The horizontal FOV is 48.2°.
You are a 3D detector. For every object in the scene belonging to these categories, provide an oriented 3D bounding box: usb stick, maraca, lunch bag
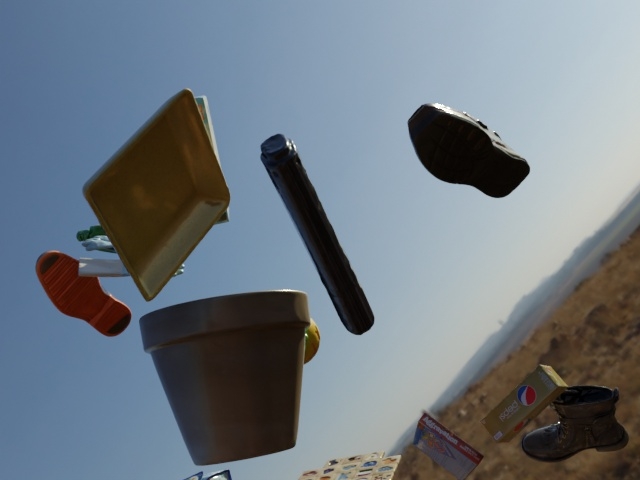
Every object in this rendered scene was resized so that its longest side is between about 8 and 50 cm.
[{"bbox_3d":[0.000,0.000,0.876,0.045,0.278,0.077,-25,29,1],"label":"usb stick"},{"bbox_3d":[-0.050,0.238,1.645,0.185,0.099,0.127,-100,24,-74],"label":"maraca"},{"bbox_3d":[-0.295,0.603,1.684,0.129,0.096,0.151,-31,-18,28],"label":"lunch bag"}]

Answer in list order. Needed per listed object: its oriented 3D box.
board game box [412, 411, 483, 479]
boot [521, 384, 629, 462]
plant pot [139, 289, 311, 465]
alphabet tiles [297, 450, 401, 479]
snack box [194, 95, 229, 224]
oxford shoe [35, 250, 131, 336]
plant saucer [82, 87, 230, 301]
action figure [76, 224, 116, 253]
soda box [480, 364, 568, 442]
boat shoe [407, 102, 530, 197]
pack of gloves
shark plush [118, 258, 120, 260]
[{"bbox_3d":[0.272,0.456,1.565,0.027,0.145,0.281,-51,-18,-17],"label":"board game box"},{"bbox_3d":[0.549,0.398,1.599,0.263,0.091,0.229,-18,-47,24],"label":"boot"},{"bbox_3d":[-0.158,0.260,1.337,0.323,0.280,0.323,-10,-12,-2],"label":"plant pot"},{"bbox_3d":[0.055,0.625,1.852,0.285,0.011,0.342,-15,1,17],"label":"alphabet tiles"},{"bbox_3d":[-0.297,-0.214,1.877,0.060,0.321,0.187,-11,13,-5],"label":"snack box"},{"bbox_3d":[-0.645,0.131,1.886,0.130,0.133,0.363,-47,-36,-17],"label":"oxford shoe"},{"bbox_3d":[-0.345,-0.098,1.493,0.333,0.081,0.332,-56,-31,-33],"label":"plant saucer"},{"bbox_3d":[-0.508,-0.011,1.847,0.232,0.063,0.137,1,-53,-18],"label":"action figure"},{"bbox_3d":[0.420,0.339,1.479,0.061,0.058,0.181,16,-59,-49],"label":"soda box"},{"bbox_3d":[0.263,-0.176,1.332,0.122,0.120,0.324,-43,-39,22],"label":"boat shoe"},{"bbox_3d":[-0.426,0.023,1.631,0.232,0.195,0.046,3,-65,-18],"label":"pack of gloves"},{"bbox_3d":[-0.506,0.076,1.972,0.067,0.161,0.073,72,-156,-44],"label":"shark plush"}]
